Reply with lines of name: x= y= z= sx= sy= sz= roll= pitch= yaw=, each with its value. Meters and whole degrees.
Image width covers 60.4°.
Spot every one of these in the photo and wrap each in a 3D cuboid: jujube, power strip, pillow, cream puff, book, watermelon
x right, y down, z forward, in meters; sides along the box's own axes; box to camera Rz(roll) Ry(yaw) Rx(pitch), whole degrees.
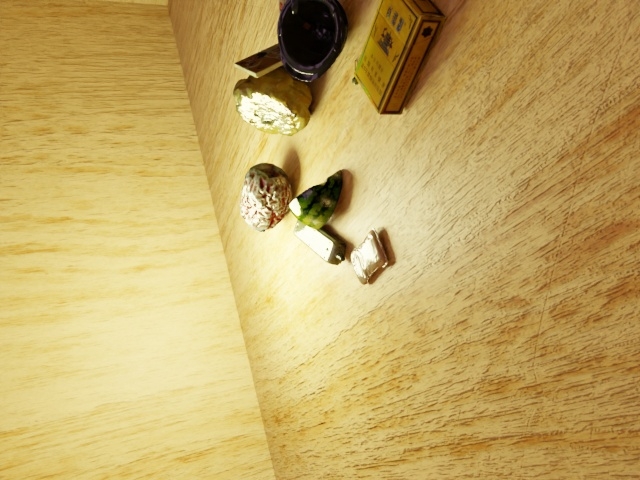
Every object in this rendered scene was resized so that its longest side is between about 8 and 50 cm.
jujube: x=-0.235 y=-0.182 z=2.349 sx=0.317 sy=0.225 sz=0.226 roll=110 pitch=144 yaw=-47
power strip: x=0.000 y=0.000 z=2.072 sx=0.387 sy=0.066 sz=0.092 roll=39 pitch=114 yaw=57
pillow: x=0.156 y=0.055 z=1.804 sx=0.135 sy=0.034 sz=0.211 roll=69 pitch=153 yaw=19
cream puff: x=-0.164 y=-0.565 z=2.078 sx=0.324 sy=0.290 sz=0.257 roll=96 pitch=-173 yaw=-69
book: x=-0.141 y=-0.664 z=1.949 sx=0.208 sy=0.295 sz=0.020 roll=40 pitch=156 yaw=51
watermelon: x=-0.041 y=-0.138 z=2.000 sx=0.303 sy=0.128 sz=0.159 roll=-39 pitch=42 yaw=55

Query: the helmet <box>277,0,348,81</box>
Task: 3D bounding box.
helmet: x=-0.013 y=-0.673 z=1.796 sx=0.230 sy=0.160 sz=0.279 roll=21 pitch=121 yaw=15

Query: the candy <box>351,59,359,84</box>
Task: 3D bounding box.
candy: x=0.113 y=-0.539 z=1.761 sx=0.025 sy=0.023 sz=0.084 roll=167 pitch=105 yaw=-72

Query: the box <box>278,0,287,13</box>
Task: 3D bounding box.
box: x=-0.079 y=-0.854 z=1.980 sx=0.182 sy=0.099 sz=0.133 roll=-123 pitch=34 yaw=-43

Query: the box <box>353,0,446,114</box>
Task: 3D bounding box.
box: x=0.205 y=-0.521 z=1.496 sx=0.193 sy=0.083 sz=0.302 roll=65 pitch=149 yaw=33
